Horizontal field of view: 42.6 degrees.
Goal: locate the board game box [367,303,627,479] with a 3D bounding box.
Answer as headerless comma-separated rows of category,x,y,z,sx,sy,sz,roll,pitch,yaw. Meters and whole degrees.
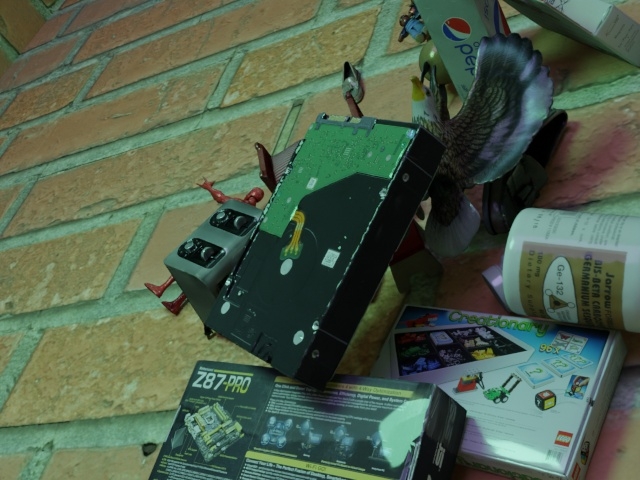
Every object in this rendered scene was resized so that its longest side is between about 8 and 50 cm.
board game box,0.198,0.181,1.014,0.305,0.053,0.193,4,52,42

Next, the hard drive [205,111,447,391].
hard drive,0.000,0.000,1.060,0.236,0.064,0.339,18,79,54

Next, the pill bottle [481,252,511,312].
pill bottle,0.288,0.033,1.087,0.137,0.078,0.078,-33,36,3

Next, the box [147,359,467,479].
box,-0.049,0.315,0.987,0.394,0.097,0.319,-2,60,38

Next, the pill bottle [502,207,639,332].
pill bottle,0.337,0.036,0.938,0.229,0.131,0.131,7,52,31

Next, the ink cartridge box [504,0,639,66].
ink cartridge box,0.385,-0.396,1.364,0.060,0.238,0.275,-59,33,14

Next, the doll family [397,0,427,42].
doll family,0.233,-0.500,1.740,0.193,0.076,0.111,-37,40,3

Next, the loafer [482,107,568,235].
loafer,0.309,-0.118,1.234,0.084,0.096,0.268,-1,46,30

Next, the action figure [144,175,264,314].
action figure,-0.223,-0.009,1.534,0.280,0.091,0.139,-46,46,-14

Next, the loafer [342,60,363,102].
loafer,0.061,-0.330,1.714,0.045,0.039,0.125,-22,38,16

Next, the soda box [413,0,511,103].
soda box,0.252,-0.334,1.352,0.098,0.286,0.091,-6,47,34

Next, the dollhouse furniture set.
dollhouse furniture set,0.032,-0.061,1.337,0.201,0.152,0.374,-29,36,9

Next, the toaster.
toaster,-0.139,0.054,1.340,0.110,0.186,0.168,16,52,44

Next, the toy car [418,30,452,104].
toy car,0.238,-0.335,1.493,0.148,0.155,0.189,8,63,44

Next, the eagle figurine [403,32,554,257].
eagle figurine,0.182,-0.149,1.176,0.226,0.225,0.298,31,51,22
